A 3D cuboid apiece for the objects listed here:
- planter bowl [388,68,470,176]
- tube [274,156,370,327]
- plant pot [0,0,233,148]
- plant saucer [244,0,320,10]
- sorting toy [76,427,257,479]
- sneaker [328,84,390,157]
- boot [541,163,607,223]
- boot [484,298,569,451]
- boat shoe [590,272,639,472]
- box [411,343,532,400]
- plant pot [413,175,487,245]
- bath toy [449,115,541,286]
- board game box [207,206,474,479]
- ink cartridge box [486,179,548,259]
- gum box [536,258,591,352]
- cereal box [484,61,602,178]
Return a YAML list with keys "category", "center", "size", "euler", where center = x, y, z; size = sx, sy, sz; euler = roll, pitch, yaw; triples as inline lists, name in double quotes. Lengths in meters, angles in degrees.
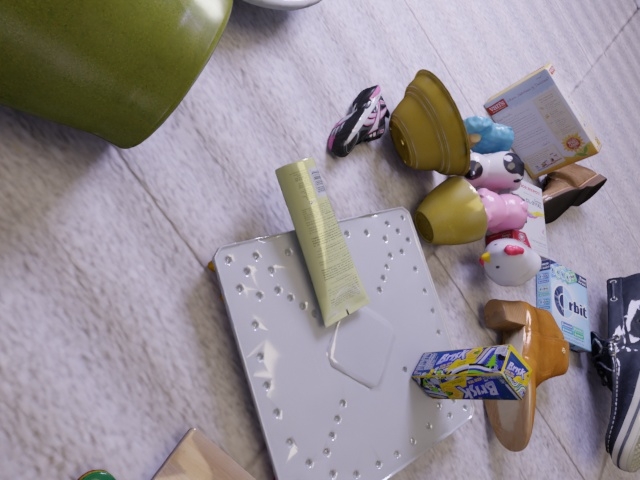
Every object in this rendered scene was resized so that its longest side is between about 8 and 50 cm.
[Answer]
- category: "planter bowl"
  center: [0.191, -0.204, 0.882]
  size: [0.090, 0.217, 0.217]
  euler: [-25, 90, 0]
- category: "tube"
  center: [0.000, 0.000, 0.678]
  size: [0.070, 0.062, 0.240]
  euler: [-21, 94, 7]
- category: "plant pot"
  center: [-0.295, -0.287, 0.471]
  size: [0.352, 0.366, 0.367]
  euler: [32, 59, -35]
- category: "plant saucer"
  center: [-0.149, -0.550, 0.779]
  size: [0.400, 0.100, 0.401]
  euler: [12, 69, -32]
- category: "sorting toy"
  center: [-0.145, 0.323, 0.542]
  size: [0.274, 0.046, 0.132]
  euler: [47, 55, -13]
- category: "sneaker"
  center: [0.085, -0.212, 0.856]
  size: [0.077, 0.071, 0.178]
  euler: [48, 60, -26]
- category: "boot"
  center: [0.607, -0.131, 1.189]
  size: [0.305, 0.112, 0.115]
  euler: [-22, 58, -33]
- category: "boot"
  center: [0.429, 0.264, 0.920]
  size: [0.211, 0.104, 0.296]
  euler: [17, 62, -29]
- category: "boat shoe"
  center: [0.720, 0.284, 1.080]
  size: [0.187, 0.155, 0.501]
  euler: [50, 56, -34]
- category: "box"
  center: [0.223, 0.201, 0.694]
  size: [0.059, 0.168, 0.054]
  euler: [48, 55, -13]
- category: "plant pot"
  center: [0.237, -0.044, 0.882]
  size: [0.095, 0.134, 0.134]
  euler: [-23, 89, -12]
- category: "bath toy"
  center: [0.353, -0.080, 0.941]
  size: [0.129, 0.151, 0.349]
  euler: [40, 42, -61]
- category: "board game box"
  center: [0.052, 0.164, 0.725]
  size: [0.389, 0.050, 0.391]
  euler: [-14, 84, -37]
- category: "ink cartridge box"
  center: [0.441, -0.047, 1.043]
  size: [0.127, 0.072, 0.175]
  euler: [15, 68, -29]
- category: "gum box"
  center: [0.578, 0.157, 1.093]
  size: [0.156, 0.041, 0.185]
  euler: [23, 63, -27]
- category: "cereal box"
  center: [0.538, -0.284, 1.122]
  size: [0.240, 0.173, 0.047]
  euler: [53, 54, -10]
